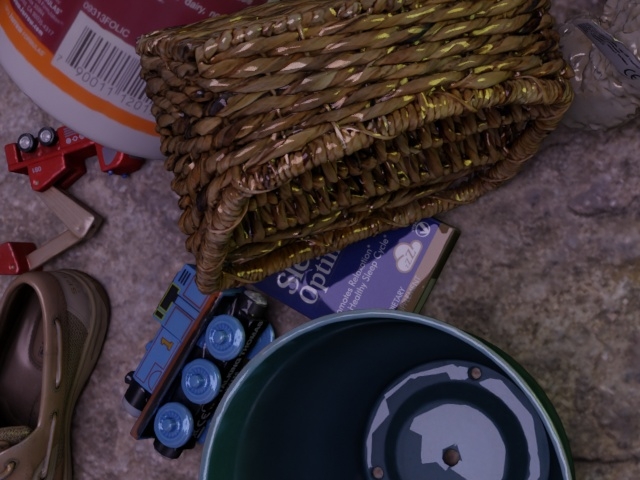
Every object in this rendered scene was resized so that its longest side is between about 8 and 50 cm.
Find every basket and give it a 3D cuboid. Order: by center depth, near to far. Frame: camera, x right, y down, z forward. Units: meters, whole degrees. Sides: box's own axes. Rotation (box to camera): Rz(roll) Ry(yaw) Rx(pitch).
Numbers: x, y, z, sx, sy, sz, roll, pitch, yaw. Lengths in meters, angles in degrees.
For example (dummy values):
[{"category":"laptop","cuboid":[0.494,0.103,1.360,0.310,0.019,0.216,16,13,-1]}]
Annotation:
[{"category":"basket","cuboid":[0.040,-0.082,0.852,0.299,0.213,0.223,-18,106,-20]}]

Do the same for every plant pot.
[{"category":"plant pot","cuboid":[0.078,0.187,0.893,0.271,0.255,0.272,-1,88,19]}]

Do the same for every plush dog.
[{"category":"plush dog","cuboid":[0.318,-0.197,0.878,0.262,0.211,0.225,20,68,17]}]

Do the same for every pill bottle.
[{"category":"pill bottle","cuboid":[-0.099,-0.282,0.954,0.224,0.224,0.392,44,114,16]}]

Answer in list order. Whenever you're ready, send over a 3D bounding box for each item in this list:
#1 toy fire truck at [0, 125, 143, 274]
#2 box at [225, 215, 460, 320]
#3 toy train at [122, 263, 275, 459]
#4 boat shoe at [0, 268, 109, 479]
[{"category":"toy fire truck","cuboid":[-0.259,-0.045,1.130,0.192,0.047,0.135,-15,83,17]},{"category":"box","cuboid":[0.000,0.000,1.045,0.225,0.036,0.136,28,97,19]},{"category":"toy train","cuboid":[-0.120,0.114,1.062,0.105,0.080,0.184,36,102,26]},{"category":"boat shoe","cuboid":[-0.310,0.191,1.104,0.121,0.110,0.341,15,92,19]}]
